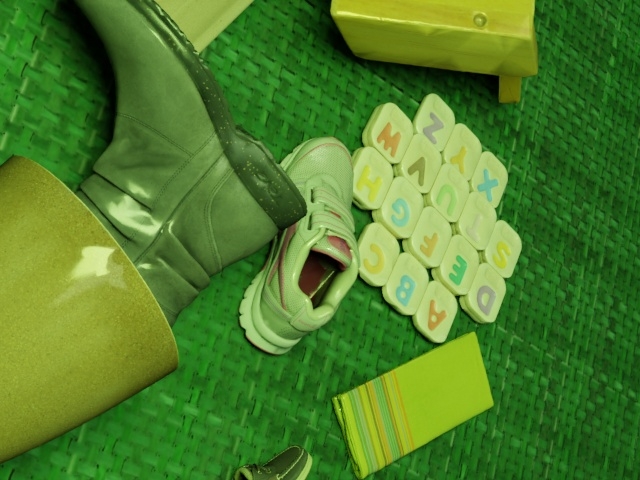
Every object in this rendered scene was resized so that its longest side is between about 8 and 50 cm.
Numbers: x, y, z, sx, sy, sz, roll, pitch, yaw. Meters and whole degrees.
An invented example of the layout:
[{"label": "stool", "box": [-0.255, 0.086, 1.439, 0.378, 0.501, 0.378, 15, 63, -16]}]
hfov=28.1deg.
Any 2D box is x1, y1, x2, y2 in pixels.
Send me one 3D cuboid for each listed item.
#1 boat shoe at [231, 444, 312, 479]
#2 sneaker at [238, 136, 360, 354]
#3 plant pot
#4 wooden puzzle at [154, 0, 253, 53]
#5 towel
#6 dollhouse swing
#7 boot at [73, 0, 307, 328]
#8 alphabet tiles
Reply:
[{"label": "boat shoe", "box": [-0.069, 0.255, 1.323, 0.152, 0.056, 0.049, -40, 111, -36]}, {"label": "sneaker", "box": [0.000, 0.000, 1.391, 0.103, 0.111, 0.252, 25, 66, -33]}, {"label": "plant pot", "box": [-0.292, 0.095, 1.085, 0.254, 0.237, 0.237, -39, 106, -23]}, {"label": "wooden puzzle", "box": [-0.190, -0.384, 1.341, 0.348, 0.080, 0.322, 49, 55, -15]}, {"label": "towel", "box": [0.113, 0.190, 1.507, 0.237, 0.021, 0.102, -20, 100, -40]}, {"label": "dollhouse swing", "box": [0.137, -0.357, 1.555, 0.315, 0.305, 0.347, 5, 76, -7]}, {"label": "boot", "box": [-0.187, -0.083, 1.219, 0.222, 0.118, 0.338, -38, 102, -4]}, {"label": "alphabet tiles", "box": [0.143, -0.031, 1.562, 0.284, 0.021, 0.278, 43, 56, -27]}]
